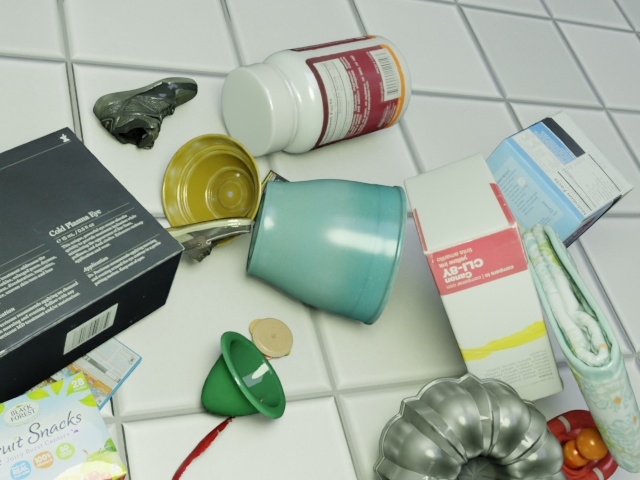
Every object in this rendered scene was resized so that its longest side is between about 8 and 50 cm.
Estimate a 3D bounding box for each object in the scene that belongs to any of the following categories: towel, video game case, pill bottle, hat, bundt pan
[{"bbox_3d":[0.481,0.181,1.348,0.321,0.090,0.375,54,19,-35],"label":"towel"},{"bbox_3d":[-0.387,0.218,1.211,0.119,0.015,0.166,36,48,0],"label":"video game case"},{"bbox_3d":[-0.006,-0.319,1.654,0.392,0.224,0.224,-21,68,-36],"label":"pill bottle"},{"bbox_3d":[-0.183,0.276,1.267,0.173,0.183,0.208,55,10,9],"label":"hat"},{"bbox_3d":[0.259,0.391,1.229,0.330,0.124,0.331,0,86,-7],"label":"bundt pan"}]

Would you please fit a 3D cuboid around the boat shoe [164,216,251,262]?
[{"bbox_3d":[-0.230,0.005,1.364,0.223,0.080,0.074,-10,92,4],"label":"boat shoe"}]

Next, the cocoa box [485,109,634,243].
[{"bbox_3d":[0.436,-0.062,1.605,0.227,0.347,0.231,-27,71,-37],"label":"cocoa box"}]

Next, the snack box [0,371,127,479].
[{"bbox_3d":[-0.414,0.314,1.082,0.207,0.070,0.175,-19,67,-30],"label":"snack box"}]

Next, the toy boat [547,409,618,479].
[{"bbox_3d":[0.492,0.404,1.425,0.231,0.151,0.151,-17,66,-35],"label":"toy boat"}]

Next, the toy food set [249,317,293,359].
[{"bbox_3d":[-0.090,0.182,1.382,0.083,0.020,0.083,4,55,-25],"label":"toy food set"}]

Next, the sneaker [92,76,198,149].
[{"bbox_3d":[-0.337,-0.259,1.538,0.227,0.087,0.130,-25,72,-34],"label":"sneaker"}]

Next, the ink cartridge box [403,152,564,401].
[{"bbox_3d":[0.297,0.081,1.368,0.160,0.385,0.279,-20,29,9],"label":"ink cartridge box"}]

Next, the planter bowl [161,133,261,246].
[{"bbox_3d":[-0.194,-0.094,1.454,0.217,0.217,0.090,53,15,15],"label":"planter bowl"}]

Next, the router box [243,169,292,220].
[{"bbox_3d":[-0.095,-0.080,1.558,0.092,0.038,0.122,32,48,-3],"label":"router box"}]

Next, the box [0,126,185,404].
[{"bbox_3d":[-0.458,0.030,1.194,0.312,0.179,0.343,45,49,14],"label":"box"}]

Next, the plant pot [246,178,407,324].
[{"bbox_3d":[0.000,0.000,1.410,0.255,0.272,0.272,13,52,-9],"label":"plant pot"}]
